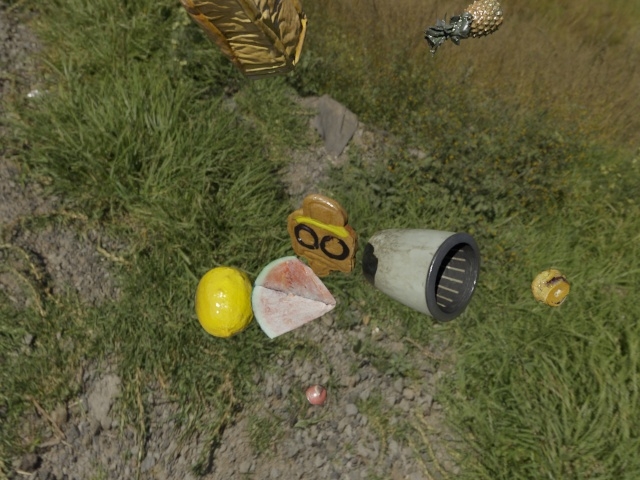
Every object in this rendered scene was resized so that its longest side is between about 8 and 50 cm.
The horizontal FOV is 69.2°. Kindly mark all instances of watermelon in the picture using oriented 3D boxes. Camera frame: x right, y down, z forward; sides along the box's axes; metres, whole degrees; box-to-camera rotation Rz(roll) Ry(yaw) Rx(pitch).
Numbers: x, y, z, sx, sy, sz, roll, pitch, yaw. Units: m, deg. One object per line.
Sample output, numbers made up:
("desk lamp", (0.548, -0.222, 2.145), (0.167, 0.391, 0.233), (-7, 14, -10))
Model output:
("watermelon", (-0.108, 0.227, 1.777), (0.293, 0.250, 0.283), (36, 48, 6))

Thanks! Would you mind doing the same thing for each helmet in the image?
("helmet", (-0.003, 0.488, 1.486), (0.084, 0.049, 0.065), (11, 40, -54))

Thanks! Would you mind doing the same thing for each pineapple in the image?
("pineapple", (0.433, -0.663, 1.429), (0.252, 0.125, 0.125), (-24, 67, -5))

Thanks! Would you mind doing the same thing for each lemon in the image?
("lemon", (-0.371, 0.243, 1.836), (0.261, 0.260, 0.284), (-13, 49, -28))

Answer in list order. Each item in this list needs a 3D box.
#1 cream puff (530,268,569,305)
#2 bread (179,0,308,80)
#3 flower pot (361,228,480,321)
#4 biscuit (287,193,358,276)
("cream puff", (0.771, 0.158, 1.569), (0.133, 0.119, 0.104), (-2, 29, -17))
("bread", (-0.117, -0.366, 0.681), (0.120, 0.288, 0.152), (9, 79, 23))
("flower pot", (0.324, 0.092, 1.583), (0.294, 0.293, 0.330), (-31, 30, -34))
("biscuit", (0.000, 0.000, 1.256), (0.209, 0.290, 0.041), (21, 46, 20))
